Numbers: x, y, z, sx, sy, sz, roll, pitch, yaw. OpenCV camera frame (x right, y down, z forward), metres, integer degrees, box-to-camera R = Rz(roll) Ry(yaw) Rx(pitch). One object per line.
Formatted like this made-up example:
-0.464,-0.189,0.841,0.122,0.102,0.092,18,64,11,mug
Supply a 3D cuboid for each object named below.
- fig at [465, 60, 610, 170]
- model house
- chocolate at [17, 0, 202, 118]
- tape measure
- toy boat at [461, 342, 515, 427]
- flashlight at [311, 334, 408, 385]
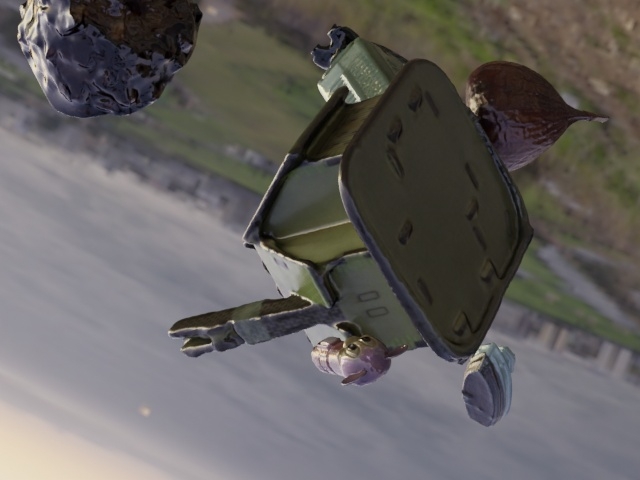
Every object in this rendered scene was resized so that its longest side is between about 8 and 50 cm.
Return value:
0.283,-0.156,2.006,0.201,0.146,0.134,8,166,-4,fig
0.000,0.000,1.321,0.278,0.218,0.205,-16,114,36,model house
-0.254,-0.276,1.757,0.224,0.206,0.177,59,174,29,chocolate
0.117,-0.146,1.886,0.207,0.115,0.235,20,-151,-43,tape measure
0.199,0.159,1.789,0.059,0.066,0.140,28,151,25,toy boat
0.019,0.078,1.051,0.031,0.052,0.110,63,162,-9,flashlight
